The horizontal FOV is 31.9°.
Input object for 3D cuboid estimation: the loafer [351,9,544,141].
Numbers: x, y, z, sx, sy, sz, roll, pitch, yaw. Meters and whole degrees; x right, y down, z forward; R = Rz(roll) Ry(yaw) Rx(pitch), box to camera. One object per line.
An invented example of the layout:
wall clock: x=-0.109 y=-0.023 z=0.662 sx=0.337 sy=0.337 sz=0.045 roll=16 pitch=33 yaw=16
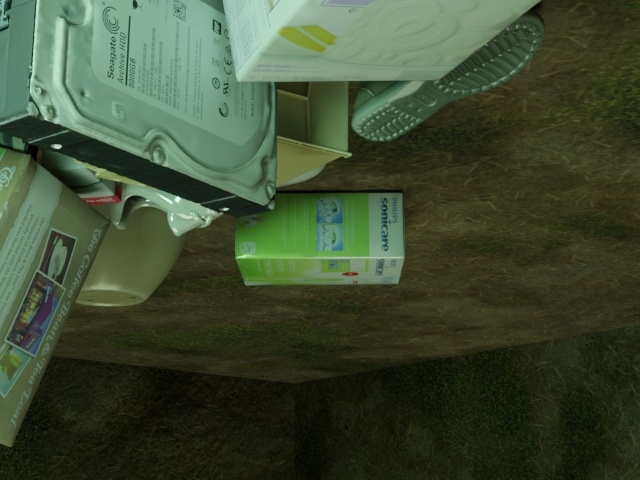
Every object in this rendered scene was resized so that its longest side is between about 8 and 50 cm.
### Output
loafer: x=0.134 y=-0.206 z=1.271 sx=0.251 sy=0.087 sz=0.094 roll=-26 pitch=146 yaw=27

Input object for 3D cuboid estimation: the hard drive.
hard drive: x=-0.162 y=-0.175 z=1.086 sx=0.064 sy=0.236 sz=0.339 roll=-11 pitch=160 yaw=34

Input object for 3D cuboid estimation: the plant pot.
plant pot: x=-0.348 y=0.003 z=1.824 sx=0.284 sy=0.190 sz=0.284 roll=1 pitch=165 yaw=0

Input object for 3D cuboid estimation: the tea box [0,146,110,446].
tea box: x=-0.504 y=0.045 z=1.432 sx=0.324 sy=0.329 sz=0.220 roll=13 pitch=163 yaw=23

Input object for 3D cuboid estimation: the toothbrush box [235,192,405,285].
toothbrush box: x=0.000 y=0.000 z=1.948 sx=0.283 sy=0.122 sz=0.206 roll=-1 pitch=165 yaw=0

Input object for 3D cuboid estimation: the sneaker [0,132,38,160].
sneaker: x=-0.424 y=-0.147 z=1.435 sx=0.122 sy=0.110 sz=0.283 roll=7 pitch=163 yaw=-13

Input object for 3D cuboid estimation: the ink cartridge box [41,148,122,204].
ink cartridge box: x=-0.318 y=-0.122 z=1.514 sx=0.063 sy=0.109 sz=0.150 roll=-1 pitch=165 yaw=7

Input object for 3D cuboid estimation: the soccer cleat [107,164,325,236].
soccer cleat: x=-0.153 y=-0.075 z=1.627 sx=0.331 sy=0.143 sz=0.116 roll=-2 pitch=165 yaw=8

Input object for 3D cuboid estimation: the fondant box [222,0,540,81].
fondant box: x=0.076 y=-0.247 z=1.024 sx=0.238 sy=0.096 sz=0.330 roll=-4 pitch=167 yaw=-24

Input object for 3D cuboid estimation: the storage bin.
storage bin: x=-0.135 y=-0.151 z=1.392 sx=0.260 sy=0.123 sz=0.262 roll=12 pitch=161 yaw=-34
